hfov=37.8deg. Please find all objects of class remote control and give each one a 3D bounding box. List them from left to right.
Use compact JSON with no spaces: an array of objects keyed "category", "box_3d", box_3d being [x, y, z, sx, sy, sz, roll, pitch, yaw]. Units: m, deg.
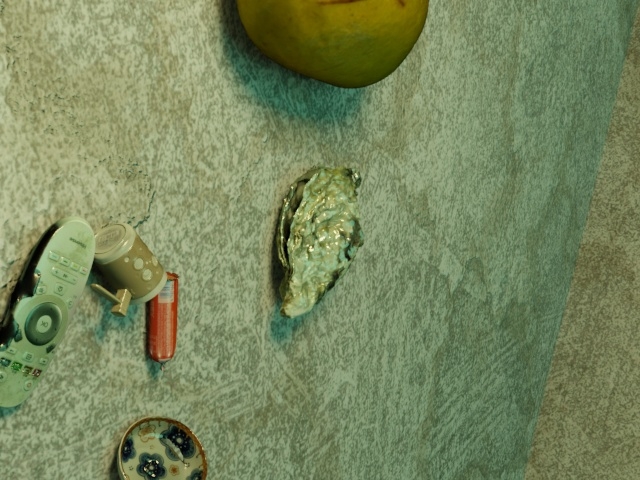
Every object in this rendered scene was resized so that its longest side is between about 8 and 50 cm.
[{"category":"remote control","box_3d":[-0.358,0.087,1.184,0.097,0.045,0.256,40,67,-52]}]

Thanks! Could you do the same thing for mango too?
[{"category":"mango","box_3d":[0.032,-0.369,1.485,0.220,0.301,0.445,64,3,23]}]

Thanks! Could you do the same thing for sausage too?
[{"category":"sausage","box_3d":[-0.232,0.121,1.379,0.050,0.048,0.145,-113,-156,-80]}]

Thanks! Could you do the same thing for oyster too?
[{"category":"oyster","box_3d":[0.000,0.000,1.638,0.198,0.112,0.268,-1,100,-56]}]

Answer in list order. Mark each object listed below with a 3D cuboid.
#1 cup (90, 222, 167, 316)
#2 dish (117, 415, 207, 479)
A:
[{"category":"cup","box_3d":[-0.275,0.040,1.275,0.102,0.074,0.099,-47,132,-22]},{"category":"dish","box_3d":[-0.246,0.338,1.380,0.141,0.078,0.141,21,47,-24]}]
